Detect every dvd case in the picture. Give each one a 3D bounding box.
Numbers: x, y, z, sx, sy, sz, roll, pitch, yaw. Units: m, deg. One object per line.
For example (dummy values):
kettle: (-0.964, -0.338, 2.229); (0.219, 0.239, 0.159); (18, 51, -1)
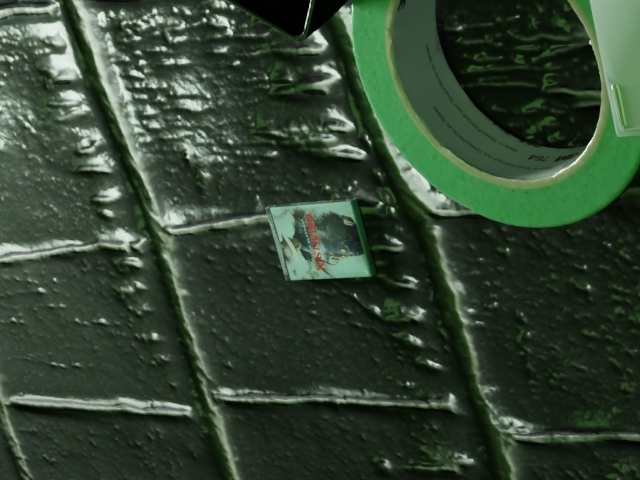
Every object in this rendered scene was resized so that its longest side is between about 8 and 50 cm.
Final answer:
dvd case: (0.000, 0.000, 1.954); (0.119, 0.013, 0.087); (-2, 109, 40)

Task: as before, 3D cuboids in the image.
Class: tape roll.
tape roll: (0.176, -0.169, 1.663); (0.321, 0.077, 0.321); (22, 129, 30)

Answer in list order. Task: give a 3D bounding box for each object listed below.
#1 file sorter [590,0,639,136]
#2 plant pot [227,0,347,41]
file sorter: (0.374, -0.204, 1.439); (0.277, 0.173, 0.193); (-3, 106, 39)
plant pot: (-0.021, -0.324, 1.707); (0.187, 0.167, 0.188); (32, 127, 23)
